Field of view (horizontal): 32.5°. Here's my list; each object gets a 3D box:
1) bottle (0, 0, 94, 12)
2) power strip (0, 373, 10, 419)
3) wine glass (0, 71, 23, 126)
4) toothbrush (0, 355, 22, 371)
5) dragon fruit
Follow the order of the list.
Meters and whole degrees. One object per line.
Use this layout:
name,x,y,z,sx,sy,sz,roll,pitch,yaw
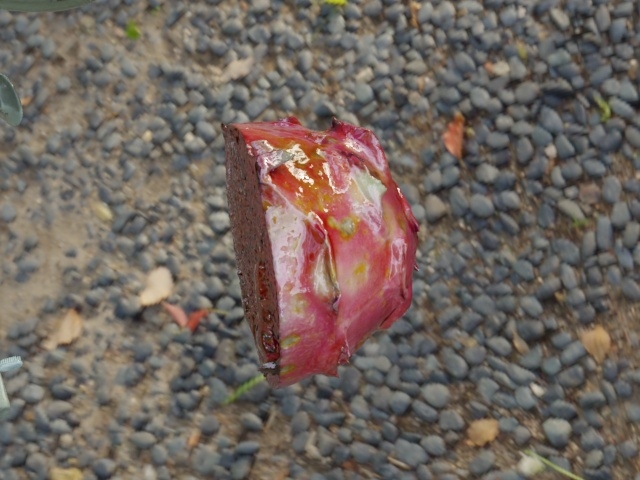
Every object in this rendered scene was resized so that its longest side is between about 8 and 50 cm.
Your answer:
bottle,-0.227,-0.380,0.904,0.229,0.229,0.352,-6,62,18
power strip,-0.390,0.086,0.975,0.139,0.140,0.224,-41,62,36
wine glass,-0.621,-0.199,1.829,0.103,0.103,0.231,36,47,27
toothbrush,-0.557,0.209,1.645,0.219,0.016,0.019,-15,44,-14
dragon fruit,0.000,0.000,1.440,0.249,0.386,0.371,-10,61,-12
